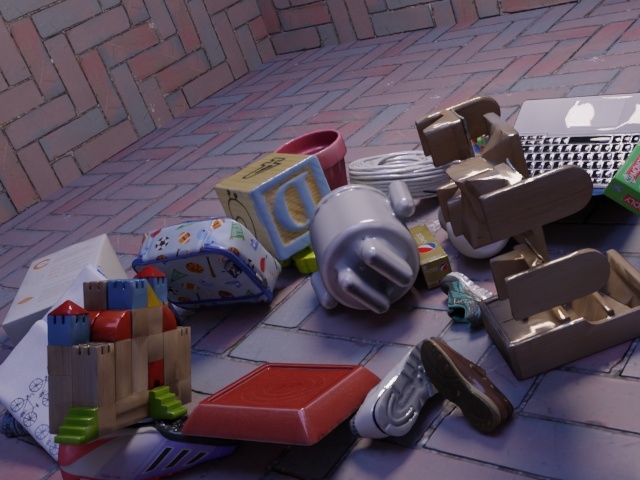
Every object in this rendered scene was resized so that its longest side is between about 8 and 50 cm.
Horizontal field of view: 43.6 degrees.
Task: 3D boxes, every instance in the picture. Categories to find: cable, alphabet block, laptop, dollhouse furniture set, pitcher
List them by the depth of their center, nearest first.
[{"bbox_3d":[0.357,-0.016,1.246,0.256,0.394,0.362,-21,25,1],"label":"dollhouse furniture set"},{"bbox_3d":[0.345,-0.041,1.660,0.178,0.125,0.207,-13,13,2],"label":"pitcher"},{"bbox_3d":[0.495,-0.209,1.710,0.382,0.236,0.408,6,65,45],"label":"laptop"},{"bbox_3d":[-0.100,-0.085,1.888,0.193,0.192,0.197,-30,21,-26],"label":"alphabet block"},{"bbox_3d":[0.198,-0.164,2.000,0.257,0.089,0.257,-12,16,-19],"label":"cable"}]

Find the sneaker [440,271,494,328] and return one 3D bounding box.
[{"bbox_3d":[0.258,0.111,1.475,0.076,0.065,0.166,-31,24,-13],"label":"sneaker"}]

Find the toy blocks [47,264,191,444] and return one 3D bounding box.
[{"bbox_3d":[-0.342,0.178,1.393,0.191,0.260,0.381,-1,0,21],"label":"toy blocks"}]

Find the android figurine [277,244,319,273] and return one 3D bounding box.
[{"bbox_3d":[0.000,0.000,1.926,0.248,0.056,0.273,-24,22,-6],"label":"android figurine"}]

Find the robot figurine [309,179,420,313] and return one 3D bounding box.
[{"bbox_3d":[0.084,0.009,1.649,0.300,0.200,0.353,-47,23,15],"label":"robot figurine"}]

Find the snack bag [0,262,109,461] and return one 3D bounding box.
[{"bbox_3d":[-0.499,0.231,1.633,0.323,0.037,0.342,28,74,39],"label":"snack bag"}]

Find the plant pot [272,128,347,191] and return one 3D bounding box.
[{"bbox_3d":[-0.012,-0.175,2.144,0.201,0.180,0.201,-17,25,8],"label":"plant pot"}]

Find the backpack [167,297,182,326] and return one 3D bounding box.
[{"bbox_3d":[-0.408,0.191,1.750,0.173,0.158,0.117,-31,15,7],"label":"backpack"}]

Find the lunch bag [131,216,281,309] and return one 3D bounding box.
[{"bbox_3d":[-0.244,0.065,1.782,0.303,0.243,0.115,-6,51,30],"label":"lunch bag"}]

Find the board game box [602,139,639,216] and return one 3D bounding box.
[{"bbox_3d":[0.677,-0.120,1.481,0.213,0.046,0.317,35,49,15],"label":"board game box"}]

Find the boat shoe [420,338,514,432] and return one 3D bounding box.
[{"bbox_3d":[0.224,0.218,1.233,0.060,0.064,0.178,-13,45,-35],"label":"boat shoe"}]

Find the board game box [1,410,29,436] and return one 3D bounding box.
[{"bbox_3d":[-0.552,0.320,1.697,0.194,0.060,0.194,-13,25,20],"label":"board game box"}]

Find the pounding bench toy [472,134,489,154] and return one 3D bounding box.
[{"bbox_3d":[0.374,-0.217,1.741,0.065,0.052,0.083,-29,25,-16],"label":"pounding bench toy"}]

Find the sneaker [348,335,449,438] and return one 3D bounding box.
[{"bbox_3d":[0.134,0.235,1.296,0.235,0.090,0.095,-34,-1,-43],"label":"sneaker"}]

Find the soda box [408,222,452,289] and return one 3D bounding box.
[{"bbox_3d":[0.221,0.031,1.668,0.058,0.061,0.181,-21,24,1],"label":"soda box"}]

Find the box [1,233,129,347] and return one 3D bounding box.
[{"bbox_3d":[-0.606,0.153,1.959,0.215,0.168,0.345,-21,25,2],"label":"box"}]

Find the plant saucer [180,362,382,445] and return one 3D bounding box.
[{"bbox_3d":[-0.060,0.259,1.331,0.258,0.047,0.259,-4,10,31],"label":"plant saucer"}]

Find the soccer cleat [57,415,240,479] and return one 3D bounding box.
[{"bbox_3d":[-0.292,0.366,1.367,0.318,0.116,0.108,-1,-1,5],"label":"soccer cleat"}]
